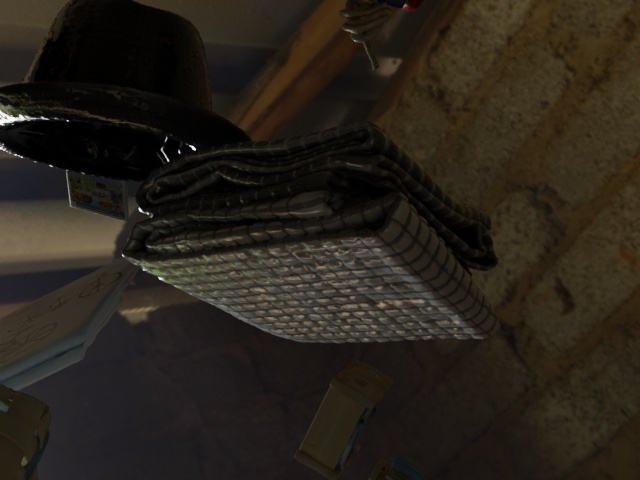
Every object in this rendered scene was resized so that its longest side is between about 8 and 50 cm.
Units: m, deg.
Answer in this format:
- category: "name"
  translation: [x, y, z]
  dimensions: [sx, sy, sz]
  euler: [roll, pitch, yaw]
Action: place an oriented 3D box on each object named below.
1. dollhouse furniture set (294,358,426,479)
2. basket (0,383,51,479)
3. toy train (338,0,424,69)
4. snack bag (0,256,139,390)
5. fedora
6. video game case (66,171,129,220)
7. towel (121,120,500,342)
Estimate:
- category: "dollhouse furniture set"
  translation: [0.088, 0.277, 1.021]
  dimensions: [0.129, 0.183, 0.129]
  euler: [-65, -14, 12]
- category: "basket"
  translation: [-0.308, 0.225, 0.464]
  dimensions: [0.201, 0.255, 0.289]
  euler: [25, -80, -15]
- category: "toy train"
  translation: [0.057, -0.261, 0.591]
  dimensions: [0.105, 0.248, 0.143]
  euler: [9, -49, -16]
- category: "snack bag"
  translation: [-0.389, 0.131, 0.952]
  dimensions: [0.323, 0.037, 0.342]
  euler: [-26, 15, 7]
- category: "fedora"
  translation: [-0.216, -0.164, 0.801]
  dimensions: [0.334, 0.152, 0.334]
  euler: [7, -8, 1]
- category: "video game case"
  translation: [-0.310, -0.084, 1.017]
  dimensions: [0.087, 0.011, 0.122]
  euler: [15, -47, 4]
- category: "towel"
  translation: [0.000, 0.000, 0.671]
  dimensions: [0.283, 0.121, 0.235]
  euler: [-8, -30, 35]
